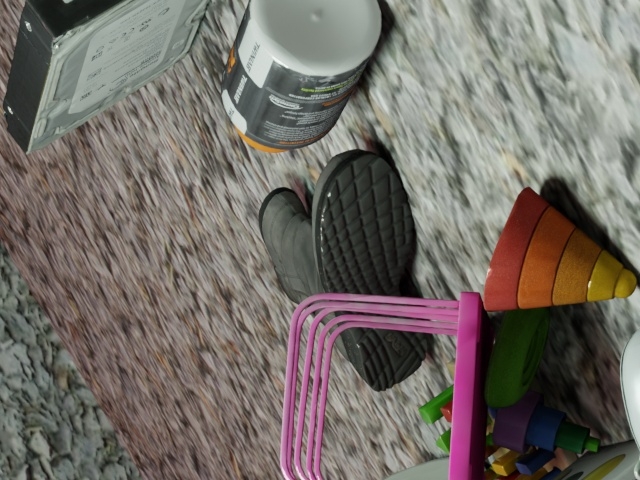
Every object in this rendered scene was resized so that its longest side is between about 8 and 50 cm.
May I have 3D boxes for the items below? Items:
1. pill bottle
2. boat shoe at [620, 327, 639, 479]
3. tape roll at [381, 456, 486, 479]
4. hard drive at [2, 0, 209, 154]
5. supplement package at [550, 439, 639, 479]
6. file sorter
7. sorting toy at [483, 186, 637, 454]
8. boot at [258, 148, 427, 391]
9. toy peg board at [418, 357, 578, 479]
[{"bbox_3d":[-0.027,-0.171,1.931,0.130,0.130,0.245,52,158,9],"label":"pill bottle"},{"bbox_3d":[0.334,0.212,1.730,0.119,0.121,0.335,7,130,57],"label":"boat shoe"},{"bbox_3d":[0.122,0.389,2.268,0.169,0.246,0.246,61,158,-13],"label":"tape roll"},{"bbox_3d":[-0.227,-0.226,2.129,0.064,0.237,0.339,54,158,6],"label":"hard drive"},{"bbox_3d":[0.260,0.346,1.887,0.198,0.263,0.199,56,159,0],"label":"supplement package"},{"bbox_3d":[0.069,0.163,1.903,0.290,0.182,0.202,49,-135,-78],"label":"file sorter"},{"bbox_3d":[0.233,0.102,1.855,0.126,0.127,0.365,17,145,18],"label":"sorting toy"},{"bbox_3d":[0.000,0.000,2.156,0.223,0.118,0.338,44,152,41],"label":"boot"},{"bbox_3d":[0.192,0.220,2.103,0.161,0.079,0.161,61,158,-15],"label":"toy peg board"}]
